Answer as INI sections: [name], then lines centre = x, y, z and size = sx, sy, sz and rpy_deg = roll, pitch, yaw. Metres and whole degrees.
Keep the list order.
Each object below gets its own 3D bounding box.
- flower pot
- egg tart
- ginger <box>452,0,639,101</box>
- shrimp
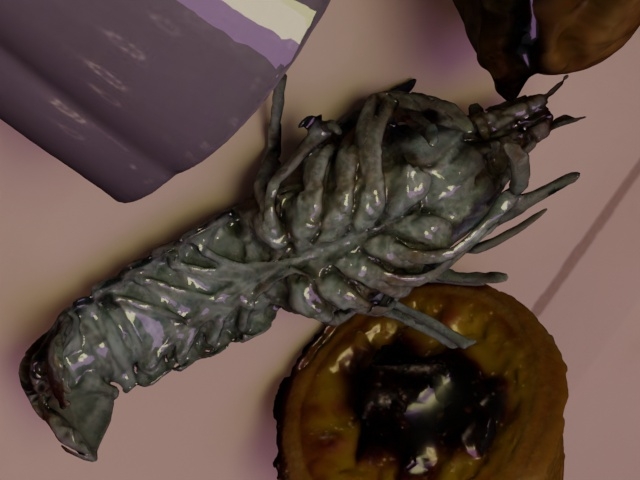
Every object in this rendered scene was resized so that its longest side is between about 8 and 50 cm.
[flower pot]
centre = -0.122, -0.192, 0.538
size = 0.243, 0.265, 0.265
rpy_deg = 33, 96, -23
[egg tart]
centre = 0.084, 0.147, 0.837
size = 0.215, 0.215, 0.171
rpy_deg = -37, 137, -6
[ginger]
centre = 0.150, -0.239, 0.665
size = 0.223, 0.200, 0.269
rpy_deg = -26, 126, 8
[shrimp]
centre = 0.002, -0.002, 0.749
size = 0.410, 0.166, 0.221
rpy_deg = -24, 110, 0
